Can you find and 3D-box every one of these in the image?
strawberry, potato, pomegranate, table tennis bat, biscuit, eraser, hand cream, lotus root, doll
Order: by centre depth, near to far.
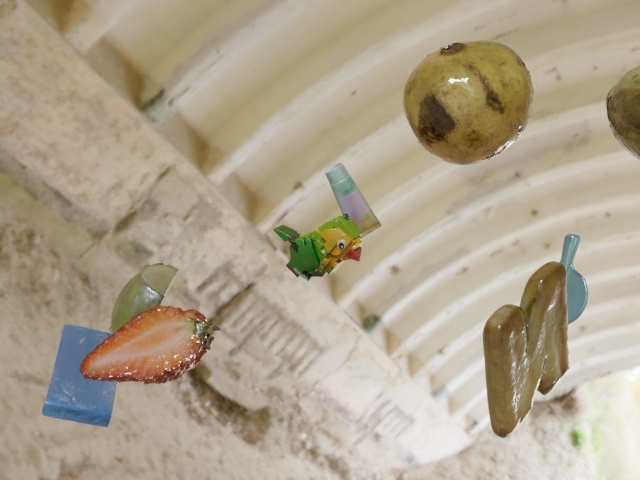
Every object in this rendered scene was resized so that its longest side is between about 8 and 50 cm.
[{"bbox_3d":[0.426,-0.157,1.057,0.138,0.138,0.214,46,-8,-25],"label":"lotus root"},{"bbox_3d":[-0.295,0.208,1.548,0.175,0.236,0.106,-78,156,-44],"label":"strawberry"},{"bbox_3d":[0.380,0.202,1.573,0.062,0.237,0.290,23,-41,39],"label":"biscuit"},{"bbox_3d":[0.308,-0.293,1.814,0.281,0.281,0.281,46,-2,2],"label":"pomegranate"},{"bbox_3d":[0.003,0.008,1.836,0.106,0.186,0.134,-25,96,-57],"label":"doll"},{"bbox_3d":[-0.526,0.294,1.907,0.144,0.042,0.311,15,23,-15],"label":"eraser"},{"bbox_3d":[0.069,-0.089,1.908,0.174,0.076,0.047,63,-9,-16],"label":"hand cream"},{"bbox_3d":[0.599,0.098,2.118,0.149,0.237,0.038,10,-8,39],"label":"table tennis bat"},{"bbox_3d":[-0.458,0.146,2.185,0.112,0.269,0.255,27,-18,-9],"label":"potato"}]
